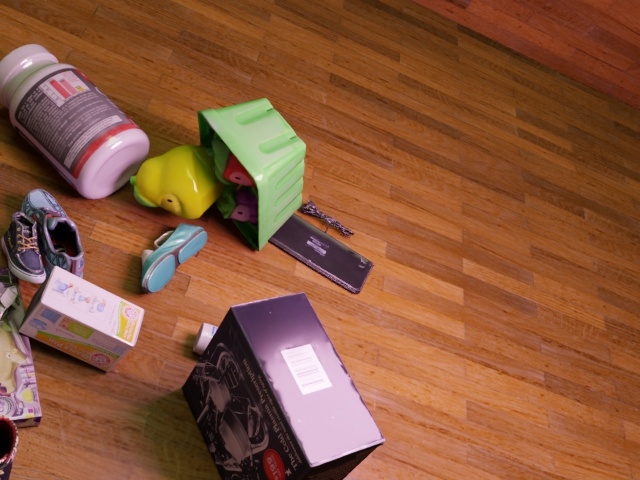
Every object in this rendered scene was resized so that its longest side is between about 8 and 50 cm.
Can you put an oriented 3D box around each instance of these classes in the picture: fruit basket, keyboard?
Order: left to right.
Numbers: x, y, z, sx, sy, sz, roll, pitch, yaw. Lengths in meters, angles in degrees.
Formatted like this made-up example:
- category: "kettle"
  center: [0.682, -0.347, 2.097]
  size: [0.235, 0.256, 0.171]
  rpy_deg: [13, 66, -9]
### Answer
- category: "fruit basket"
  center: [-0.242, -0.135, 1.907]
  size: [0.392, 0.392, 0.283]
  rpy_deg: [-21, 64, -42]
- category: "keyboard"
  center: [0.000, 0.000, 2.139]
  size: [0.317, 0.033, 0.201]
  rpy_deg: [33, 49, -2]

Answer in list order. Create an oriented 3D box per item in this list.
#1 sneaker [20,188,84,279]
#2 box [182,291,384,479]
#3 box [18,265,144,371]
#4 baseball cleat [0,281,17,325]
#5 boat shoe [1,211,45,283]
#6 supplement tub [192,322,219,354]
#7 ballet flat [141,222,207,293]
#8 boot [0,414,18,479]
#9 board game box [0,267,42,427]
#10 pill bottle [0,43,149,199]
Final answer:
- category: "sneaker"
  center: [-0.570, -0.026, 1.746]
  size: [0.104, 0.125, 0.261]
  rpy_deg: [-12, 59, -39]
- category: "box"
  center: [-0.088, 0.336, 1.569]
  size: [0.179, 0.312, 0.343]
  rpy_deg: [-9, 56, -36]
- category: "box"
  center: [-0.477, 0.161, 1.610]
  size: [0.203, 0.114, 0.103]
  rpy_deg: [30, 37, -22]
- category: "baseball cleat"
  center: [-0.661, 0.082, 1.582]
  size: [0.109, 0.072, 0.205]
  rpy_deg: [14, 49, -39]
- category: "boat shoe"
  center: [-0.615, 0.012, 1.668]
  size: [0.065, 0.083, 0.183]
  rpy_deg: [5, 26, -43]
- category: "supplement tub"
  center: [-0.220, 0.230, 1.765]
  size: [0.107, 0.071, 0.071]
  rpy_deg: [21, 44, -14]
- category: "ballet flat"
  center: [-0.362, 0.038, 1.862]
  size: [0.087, 0.083, 0.247]
  rpy_deg: [18, 38, 19]
- category: "boot"
  center: [-0.560, 0.418, 1.304]
  size: [0.085, 0.178, 0.236]
  rpy_deg: [18, 44, -16]
- category: "board game box"
  center: [-0.668, 0.205, 1.536]
  size: [0.208, 0.056, 0.346]
  rpy_deg: [-4, 54, -29]
- category: "pill bottle"
  center: [-0.600, -0.287, 1.905]
  size: [0.363, 0.210, 0.210]
  rpy_deg: [43, 43, 10]
